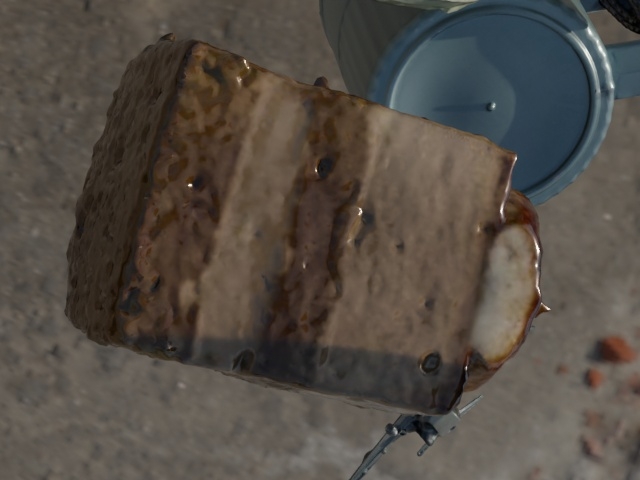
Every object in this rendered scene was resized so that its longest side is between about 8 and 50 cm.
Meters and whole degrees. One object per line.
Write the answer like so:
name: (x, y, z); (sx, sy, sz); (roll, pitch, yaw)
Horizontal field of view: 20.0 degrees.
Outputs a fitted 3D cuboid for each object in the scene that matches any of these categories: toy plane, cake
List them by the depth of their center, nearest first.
cake: (0.000, 0.000, 1.143); (0.293, 0.198, 0.196); (15, 85, -16)
toy plane: (0.093, 0.138, 1.541); (0.226, 0.058, 0.226); (-42, 167, -1)

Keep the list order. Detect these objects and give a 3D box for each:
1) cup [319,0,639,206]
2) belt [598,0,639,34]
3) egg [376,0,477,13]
cup: (0.175, -0.182, 1.827); (0.331, 0.311, 0.257); (17, 115, -15)
belt: (0.219, -0.343, 1.637); (0.094, 0.126, 0.359); (-36, 80, -15)
egg: (0.040, -0.334, 1.459); (0.337, 0.201, 0.337); (4, 84, -39)
